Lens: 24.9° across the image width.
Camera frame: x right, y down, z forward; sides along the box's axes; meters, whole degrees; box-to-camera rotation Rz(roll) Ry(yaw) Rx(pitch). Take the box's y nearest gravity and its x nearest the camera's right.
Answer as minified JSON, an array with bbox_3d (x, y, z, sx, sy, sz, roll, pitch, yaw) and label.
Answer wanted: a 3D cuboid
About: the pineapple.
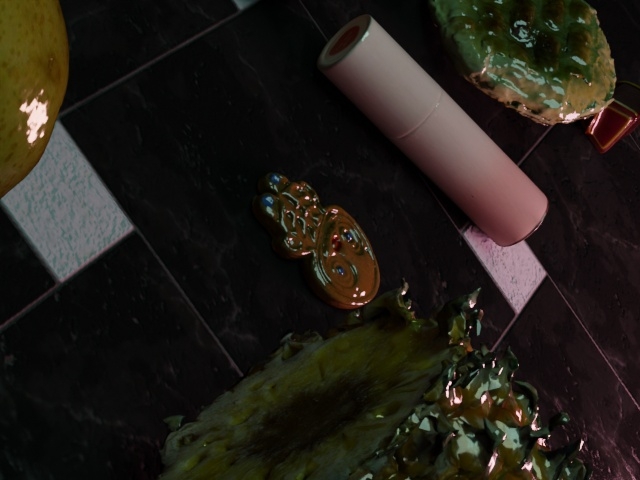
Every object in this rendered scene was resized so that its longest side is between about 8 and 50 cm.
[{"bbox_3d":[0.055,0.228,1.121,0.300,0.352,0.352,50,35,-20],"label":"pineapple"}]

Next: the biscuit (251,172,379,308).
[{"bbox_3d":[0.000,0.000,1.506,0.175,0.026,0.124,41,38,-25],"label":"biscuit"}]

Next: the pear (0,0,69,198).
[{"bbox_3d":[-0.319,-0.137,0.977,0.304,0.304,0.304,31,43,-34],"label":"pear"}]

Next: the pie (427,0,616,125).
[{"bbox_3d":[0.279,-0.272,1.955,0.306,0.071,0.306,15,45,-16],"label":"pie"}]

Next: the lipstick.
[{"bbox_3d":[0.137,-0.126,1.717,0.327,0.087,0.087,42,38,-22],"label":"lipstick"}]

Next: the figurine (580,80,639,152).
[{"bbox_3d":[0.428,-0.198,2.155,0.098,0.082,0.154,49,34,9],"label":"figurine"}]
